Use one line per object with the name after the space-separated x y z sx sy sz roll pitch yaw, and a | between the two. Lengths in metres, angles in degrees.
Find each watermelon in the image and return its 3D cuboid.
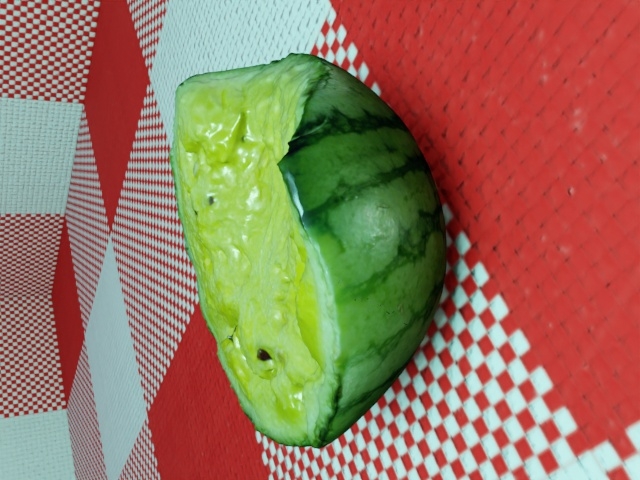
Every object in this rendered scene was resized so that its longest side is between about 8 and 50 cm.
0.000 0.000 0.540 0.330 0.189 0.331 165 90 -71 | watermelon
